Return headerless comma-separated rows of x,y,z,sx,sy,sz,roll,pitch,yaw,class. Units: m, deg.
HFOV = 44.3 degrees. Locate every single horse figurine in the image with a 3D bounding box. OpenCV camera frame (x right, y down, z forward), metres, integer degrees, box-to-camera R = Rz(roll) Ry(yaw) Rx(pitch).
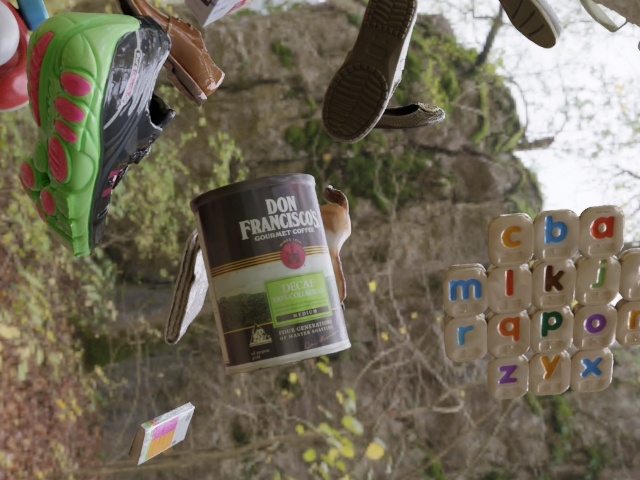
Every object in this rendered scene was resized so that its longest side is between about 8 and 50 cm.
0.000,0.000,1.598,0.066,0.174,0.263,34,69,-50,horse figurine

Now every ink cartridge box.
-0.199,-0.550,1.670,0.072,0.127,0.175,53,-31,-2,ink cartridge box

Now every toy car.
-0.537,-0.335,1.241,0.210,0.219,0.238,66,-14,9,toy car

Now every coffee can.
-0.078,0.054,1.234,0.201,0.201,0.275,129,-52,-81,coffee can

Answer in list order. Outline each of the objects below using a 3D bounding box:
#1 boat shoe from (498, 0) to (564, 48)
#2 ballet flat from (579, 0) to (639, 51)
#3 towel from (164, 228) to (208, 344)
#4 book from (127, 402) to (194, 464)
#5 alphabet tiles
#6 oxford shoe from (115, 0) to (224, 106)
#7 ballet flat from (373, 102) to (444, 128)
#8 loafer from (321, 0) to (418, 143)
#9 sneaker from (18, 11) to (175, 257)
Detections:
0.482,-0.597,1.877,0.302,0.103,0.113,49,-19,1,boat shoe
0.676,-0.478,1.651,0.409,0.147,0.147,42,-22,16,ballet flat
-0.286,0.084,1.809,0.187,0.049,0.282,-61,170,-67,towel
-0.343,0.418,1.714,0.035,0.144,0.096,35,-63,26,book
0.302,0.086,1.032,0.021,0.284,0.278,-91,175,-64,alphabet tiles
-0.219,-0.298,1.135,0.212,0.076,0.076,51,-12,-31,oxford shoe
0.134,-0.263,1.633,0.084,0.249,0.058,-99,-176,-71,ballet flat
0.087,-0.276,1.241,0.269,0.102,0.092,-63,171,27,loafer
-0.315,-0.135,1.150,0.185,0.202,0.483,55,-35,13,sneaker
